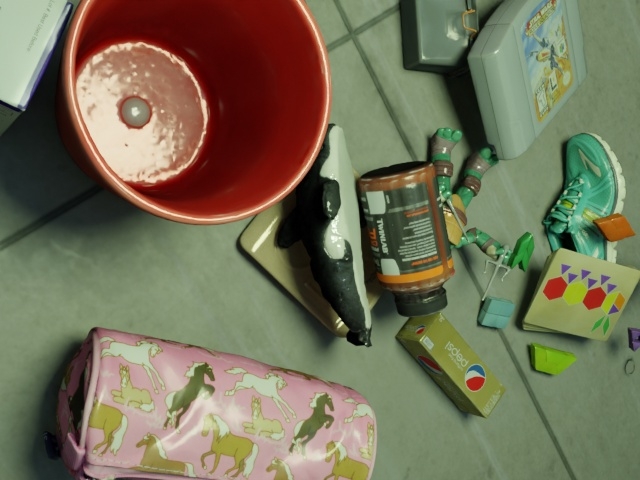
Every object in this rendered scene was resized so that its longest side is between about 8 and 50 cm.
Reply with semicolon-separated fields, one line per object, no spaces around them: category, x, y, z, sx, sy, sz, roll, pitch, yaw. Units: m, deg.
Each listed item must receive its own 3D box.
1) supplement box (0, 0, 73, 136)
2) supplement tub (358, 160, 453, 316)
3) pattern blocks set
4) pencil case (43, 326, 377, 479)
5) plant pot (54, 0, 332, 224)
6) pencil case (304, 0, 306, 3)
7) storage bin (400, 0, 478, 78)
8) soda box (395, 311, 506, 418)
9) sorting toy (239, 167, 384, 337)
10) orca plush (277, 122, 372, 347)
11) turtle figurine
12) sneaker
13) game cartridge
supplement box;-0.330;-0.179;0.713;0.114;0.220;0.111;26;77;-25
supplement tub;0.118;-0.001;0.989;0.106;0.106;0.198;-18;102;-29
pattern blocks set;0.424;0.090;1.197;0.324;0.026;0.285;23;106;-22
pencil case;-0.113;0.220;0.878;0.386;0.160;0.167;18;90;-30
plant pot;-0.163;-0.151;0.795;0.274;0.243;0.275;-1;91;-31
pencil case;-0.069;-0.410;0.893;0.124;0.124;0.284;-7;107;-30
storage bin;0.173;-0.308;1.081;0.091;0.098;0.135;-6;93;-19
soda box;0.197;0.185;1.110;0.058;0.061;0.181;-49;112;-21
sorting toy;0.014;0.000;1.022;0.208;0.038;0.193;44;70;-18
orca plush;0.000;0.000;0.965;0.151;0.102;0.287;-47;126;-68
turtle figurine;0.195;-0.038;1.078;0.175;0.118;0.234;33;58;-41
sneaker;0.431;-0.044;1.225;0.110;0.107;0.275;1;90;-21
game cartridge;0.326;-0.281;1.133;0.297;0.062;0.198;-46;131;-35
